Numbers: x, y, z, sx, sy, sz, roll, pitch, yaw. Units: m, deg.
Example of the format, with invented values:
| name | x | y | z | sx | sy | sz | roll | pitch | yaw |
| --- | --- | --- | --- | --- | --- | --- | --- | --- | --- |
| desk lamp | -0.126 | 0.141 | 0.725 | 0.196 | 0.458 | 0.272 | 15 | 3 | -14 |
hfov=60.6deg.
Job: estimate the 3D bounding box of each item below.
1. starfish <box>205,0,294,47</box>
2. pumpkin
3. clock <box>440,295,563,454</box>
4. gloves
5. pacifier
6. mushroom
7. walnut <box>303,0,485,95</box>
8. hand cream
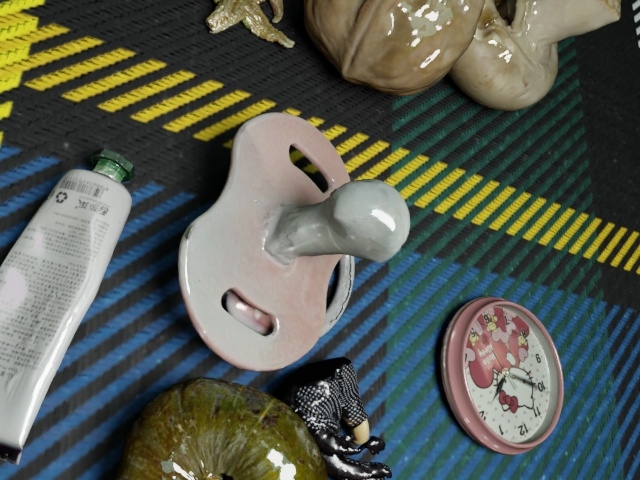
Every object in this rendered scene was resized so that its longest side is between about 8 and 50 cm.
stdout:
| name | x | y | z | sx | sy | sz | roll | pitch | yaw |
| --- | --- | --- | --- | --- | --- | --- | --- | --- | --- |
| starfish | -0.122 | -0.363 | 0.819 | 0.210 | 0.053 | 0.150 | 41 | 63 | -14 |
| pumpkin | -0.098 | 0.252 | 0.544 | 0.219 | 0.162 | 0.218 | 1 | 79 | -3 |
| clock | 0.288 | 0.207 | 0.863 | 0.245 | 0.056 | 0.244 | 11 | 68 | -29 |
| gloves | 0.018 | 0.245 | 0.671 | 0.106 | 0.129 | 0.180 | -14 | 91 | -9 |
| pacifier | -0.032 | -0.006 | 0.662 | 0.221 | 0.273 | 0.332 | 23 | 62 | -4 |
| mushroom | 0.350 | -0.393 | 0.954 | 0.293 | 0.290 | 0.292 | 13 | 68 | -34 |
| walnut | 0.108 | -0.357 | 0.838 | 0.273 | 0.227 | 0.273 | -6 | 108 | -19 |
| hand cream | -0.289 | 0.049 | 0.571 | 0.121 | 0.076 | 0.335 | 15 | 63 | 6 |
